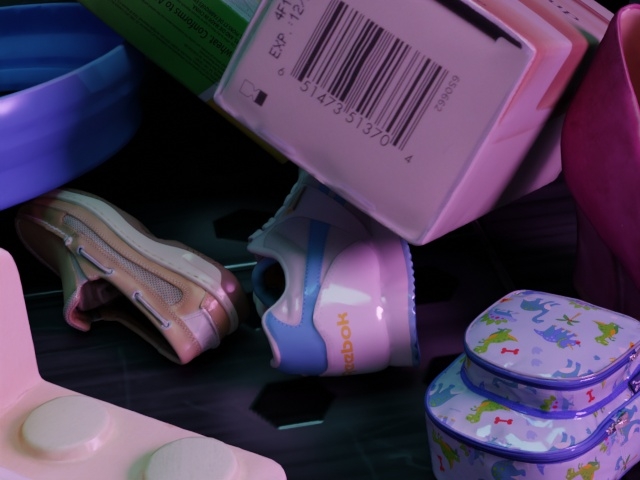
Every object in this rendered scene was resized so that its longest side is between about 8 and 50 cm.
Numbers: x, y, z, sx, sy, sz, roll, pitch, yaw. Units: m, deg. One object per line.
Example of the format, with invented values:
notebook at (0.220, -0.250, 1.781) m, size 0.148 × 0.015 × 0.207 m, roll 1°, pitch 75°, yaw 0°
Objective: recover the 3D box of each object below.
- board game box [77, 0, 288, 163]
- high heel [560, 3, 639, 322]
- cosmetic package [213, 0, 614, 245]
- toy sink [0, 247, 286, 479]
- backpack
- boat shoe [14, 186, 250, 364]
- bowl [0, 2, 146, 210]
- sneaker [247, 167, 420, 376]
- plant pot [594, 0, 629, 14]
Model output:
board game box at (-0.093, -0.203, 1.042) m, size 0.242 × 0.064 × 0.316 m, roll 38°, pitch 18°, yaw -13°
high heel at (0.237, 0.022, 0.693) m, size 0.127 × 0.181 × 0.377 m, roll -17°, pitch 33°, yaw -23°
cosmetic package at (0.081, -0.108, 0.851) m, size 0.153 × 0.129 × 0.296 m, roll 35°, pitch 20°, yaw 13°
toy sink at (-0.099, 0.142, 0.477) m, size 0.131 × 0.234 × 0.153 m, roll 14°, pitch 34°, yaw 28°
backpack at (0.110, 0.082, 0.703) m, size 0.105 × 0.084 × 0.114 m, roll 18°, pitch 39°, yaw 35°
boat shoe at (-0.135, 0.023, 0.854) m, size 0.190 × 0.068 × 0.072 m, roll 21°, pitch 54°, yaw 37°
bowl at (-0.310, -0.083, 0.972) m, size 0.391 × 0.077 × 0.391 m, roll -8°, pitch 21°, yaw 3°
sneaker at (0.000, 0.000, 0.852) m, size 0.092 × 0.087 × 0.228 m, roll -8°, pitch 29°, yaw -3°
plant pot at (0.223, -0.224, 1.057) m, size 0.267 × 0.267 × 0.236 m, roll 12°, pitch 21°, yaw 24°
